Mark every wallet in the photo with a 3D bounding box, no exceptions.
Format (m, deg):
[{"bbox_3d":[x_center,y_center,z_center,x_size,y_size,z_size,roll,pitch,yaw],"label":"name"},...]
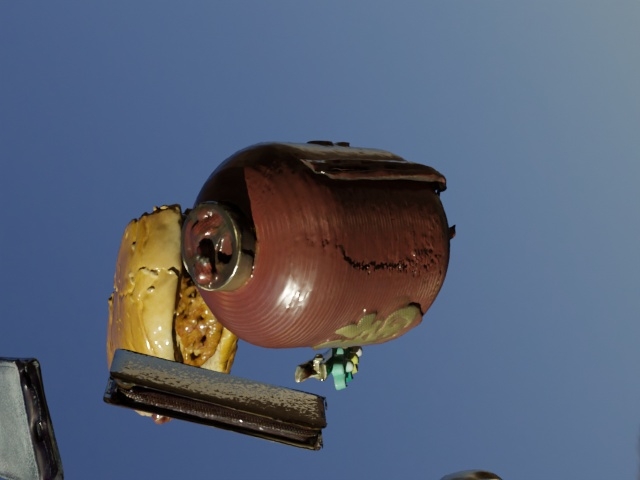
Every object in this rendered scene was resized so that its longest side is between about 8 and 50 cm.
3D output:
[{"bbox_3d":[-0.091,0.140,1.535,0.110,0.198,0.031,-102,26,-79],"label":"wallet"},{"bbox_3d":[-0.385,0.222,2.137,0.036,0.222,0.167,-15,-84,-30],"label":"wallet"}]

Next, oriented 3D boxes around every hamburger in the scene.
[{"bbox_3d":[-0.161,0.091,1.988,0.245,0.155,0.282,-153,64,-76],"label":"hamburger"}]

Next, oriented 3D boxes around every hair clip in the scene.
[{"bbox_3d":[0.017,0.122,1.725,0.049,0.049,0.173,64,-165,-1],"label":"hair clip"}]

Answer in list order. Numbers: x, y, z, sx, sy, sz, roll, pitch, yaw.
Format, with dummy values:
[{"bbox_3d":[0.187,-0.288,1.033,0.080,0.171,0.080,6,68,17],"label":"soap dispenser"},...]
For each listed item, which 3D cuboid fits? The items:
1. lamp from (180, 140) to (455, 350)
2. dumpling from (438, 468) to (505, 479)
[{"bbox_3d":[0.000,0.000,1.401,0.258,0.180,0.180,2,-118,-45],"label":"lamp"},{"bbox_3d":[0.182,0.326,2.092,0.181,0.155,0.111,-24,-112,-41],"label":"dumpling"}]
